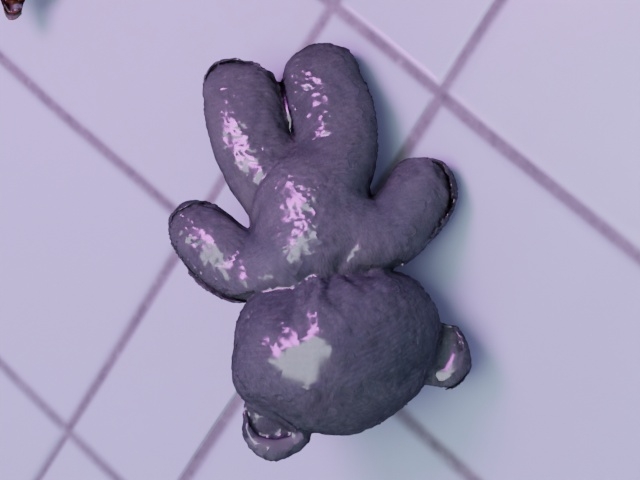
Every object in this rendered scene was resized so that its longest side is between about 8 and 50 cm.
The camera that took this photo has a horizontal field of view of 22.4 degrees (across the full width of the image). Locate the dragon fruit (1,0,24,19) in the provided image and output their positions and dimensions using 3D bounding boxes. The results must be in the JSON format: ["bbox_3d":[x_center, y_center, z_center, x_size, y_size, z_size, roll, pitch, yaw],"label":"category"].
[{"bbox_3d":[-0.291,-0.287,1.517,0.112,0.068,0.126,-35,117,-9],"label":"dragon fruit"}]

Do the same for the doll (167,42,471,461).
[{"bbox_3d":[0.001,0.004,1.373,0.246,0.158,0.340,-16,71,-1],"label":"doll"}]
